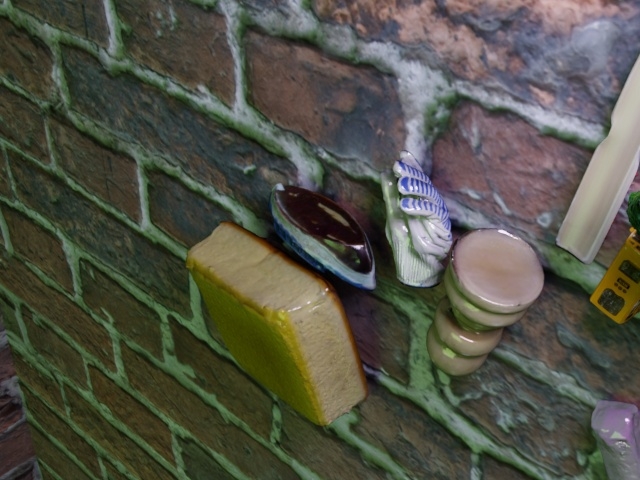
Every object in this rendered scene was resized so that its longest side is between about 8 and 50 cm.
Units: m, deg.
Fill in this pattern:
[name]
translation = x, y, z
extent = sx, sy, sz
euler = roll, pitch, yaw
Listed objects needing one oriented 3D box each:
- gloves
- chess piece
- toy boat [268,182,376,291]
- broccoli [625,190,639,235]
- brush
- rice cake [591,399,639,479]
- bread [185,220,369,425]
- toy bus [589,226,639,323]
[gloves]
translation = 0.146, -0.033, 1.431
extent = 0.119, 0.097, 0.229
euler = 13, 128, 39
[chess piece]
translation = 0.234, 0.111, 1.411
extent = 0.143, 0.143, 0.261
euler = 43, 147, 21
[toy boat]
translation = 0.000, 0.000, 1.604
extent = 0.262, 0.114, 0.115
euler = 36, 141, 32
[broccoli]
translation = 0.477, -0.039, 0.947
extent = 0.294, 0.265, 0.245
euler = -4, 73, 57
[brush]
translation = 0.382, -0.113, 1.152
extent = 0.060, 0.050, 0.321
euler = 38, 130, 30
[rice cake]
translation = 0.486, 0.418, 1.363
extent = 0.070, 0.064, 0.399
euler = -9, 107, 45
[bread]
translation = -0.079, 0.153, 1.716
extent = 0.323, 0.143, 0.333
euler = 32, 152, 39
[toy bus]
translation = 0.412, 0.031, 1.182
extent = 0.069, 0.074, 0.162
euler = 42, 141, 24
